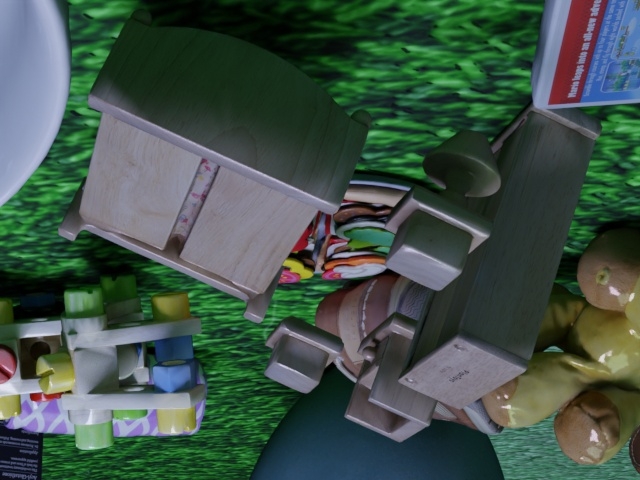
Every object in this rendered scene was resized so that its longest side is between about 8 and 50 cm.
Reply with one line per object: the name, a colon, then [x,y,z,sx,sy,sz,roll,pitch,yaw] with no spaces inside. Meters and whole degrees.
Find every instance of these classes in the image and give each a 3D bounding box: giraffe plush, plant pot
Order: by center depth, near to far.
giraffe plush: [0.243,0.064,1.072,0.210,0.181,0.170,13,136,-12]
plant pot: [0.065,0.237,1.418,0.290,0.195,0.290,6,156,3]

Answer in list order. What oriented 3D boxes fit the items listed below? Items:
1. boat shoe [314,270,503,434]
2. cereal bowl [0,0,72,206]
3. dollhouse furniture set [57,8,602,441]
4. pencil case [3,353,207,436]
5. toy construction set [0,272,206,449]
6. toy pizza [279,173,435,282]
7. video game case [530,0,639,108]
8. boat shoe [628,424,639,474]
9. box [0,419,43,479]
boat shoe: [0.090,0.095,1.190,0.116,0.123,0.324,0,159,22]
cereal bowl: [-0.260,-0.108,0.470,0.338,0.141,0.339,-6,152,-3]
dollhouse furniture set: [-0.033,-0.049,0.838,0.355,0.174,0.303,25,155,-6]
pencil case: [-0.214,0.147,1.325,0.206,0.086,0.088,8,-168,-23]
toy construction set: [-0.258,0.088,1.045,0.327,0.151,0.215,9,-177,-12]
toy pizza: [0.000,0.000,1.011,0.201,0.032,0.201,-3,160,-1]
video game case: [0.259,-0.129,0.693,0.285,0.025,0.204,-4,161,2]
boat shoe: [0.452,0.191,1.530,0.104,0.111,0.307,15,144,-33]
box: [-0.403,0.209,1.317,0.103,0.184,0.261,-21,153,40]
